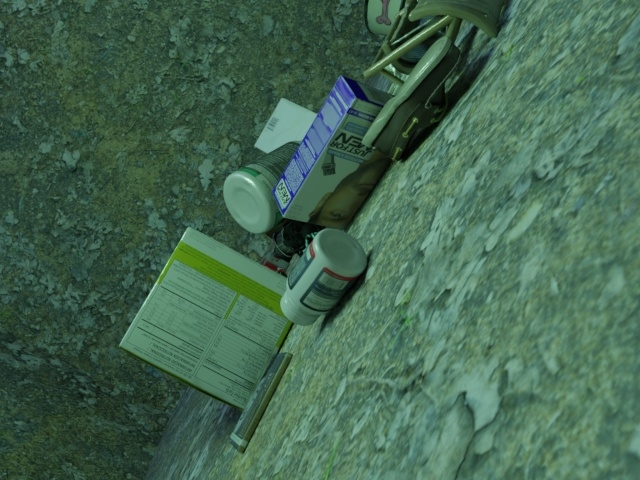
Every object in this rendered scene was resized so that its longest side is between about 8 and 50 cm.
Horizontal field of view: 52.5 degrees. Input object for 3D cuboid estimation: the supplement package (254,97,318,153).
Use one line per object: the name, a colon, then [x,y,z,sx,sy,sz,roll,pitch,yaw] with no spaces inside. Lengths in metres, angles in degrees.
supplement package: [-0.050,-0.338,2.307,0.263,0.198,0.199,26,-85,-54]

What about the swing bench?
swing bench: [0.245,-0.445,1.319,0.254,0.165,0.253,-51,12,51]

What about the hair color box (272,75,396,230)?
hair color box: [0.051,-0.191,1.507,0.339,0.185,0.110,-56,40,31]

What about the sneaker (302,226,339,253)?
sneaker: [0.000,0.000,1.608,0.065,0.076,0.166,-56,9,28]

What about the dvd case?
dvd case: [-0.133,0.344,1.409,0.221,0.018,0.164,-63,8,-16]

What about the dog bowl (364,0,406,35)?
dog bowl: [0.291,-0.758,1.852,0.408,0.150,0.408,-54,-16,-24]

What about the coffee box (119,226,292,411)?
coffee box: [-0.282,0.210,1.683,0.334,0.338,0.337,-63,7,-15]

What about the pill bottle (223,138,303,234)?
pill bottle: [-0.106,-0.185,2.006,0.361,0.204,0.204,-36,-9,-37]

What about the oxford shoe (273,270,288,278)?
oxford shoe: [-0.153,0.199,1.958,0.227,0.083,0.096,-61,-15,6]

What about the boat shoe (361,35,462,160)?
boat shoe: [0.189,-0.263,1.261,0.116,0.097,0.324,-59,6,-33]

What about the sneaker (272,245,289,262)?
sneaker: [-0.122,-0.005,2.444,0.130,0.087,0.227,-53,13,37]

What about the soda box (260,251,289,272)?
soda box: [-0.217,0.161,2.403,0.263,0.092,0.083,-54,11,42]

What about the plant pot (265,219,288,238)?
plant pot: [-0.085,-0.111,2.248,0.230,0.215,0.215,-9,50,63]

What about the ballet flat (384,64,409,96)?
ballet flat: [0.178,-0.368,1.611,0.400,0.139,0.139,-60,7,4]

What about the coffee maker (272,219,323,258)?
coffee maker: [-0.060,-0.037,1.993,0.171,0.120,0.178,-61,8,-11]

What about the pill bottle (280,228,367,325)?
pill bottle: [-0.001,0.074,1.204,0.180,0.108,0.108,-54,9,37]
